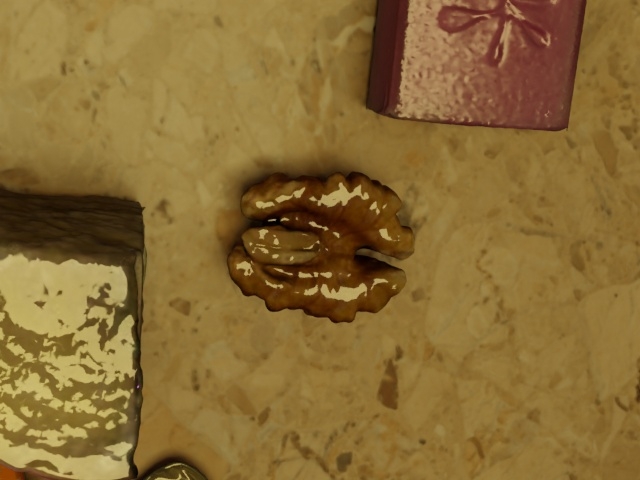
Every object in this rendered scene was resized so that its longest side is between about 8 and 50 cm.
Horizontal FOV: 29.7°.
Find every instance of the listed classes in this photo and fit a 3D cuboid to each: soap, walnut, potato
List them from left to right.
[{"bbox_3d":[-0.265,0.065,0.970,0.264,0.211,0.189,8,104,-15],"label":"potato"},{"bbox_3d":[0.000,0.000,1.101,0.170,0.069,0.143,11,102,-18],"label":"walnut"},{"bbox_3d":[0.147,-0.233,1.074,0.181,0.081,0.259,3,104,-17],"label":"soap"}]

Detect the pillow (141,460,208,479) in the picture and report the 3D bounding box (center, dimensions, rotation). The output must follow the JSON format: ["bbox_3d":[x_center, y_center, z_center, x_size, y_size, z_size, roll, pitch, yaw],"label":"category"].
[{"bbox_3d":[-0.117,0.312,1.170,0.130,0.033,0.217,-37,112,-3],"label":"pillow"}]

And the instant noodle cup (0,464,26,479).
[{"bbox_3d":[-0.322,0.190,1.013,0.177,0.208,0.125,-7,92,11],"label":"instant noodle cup"}]
